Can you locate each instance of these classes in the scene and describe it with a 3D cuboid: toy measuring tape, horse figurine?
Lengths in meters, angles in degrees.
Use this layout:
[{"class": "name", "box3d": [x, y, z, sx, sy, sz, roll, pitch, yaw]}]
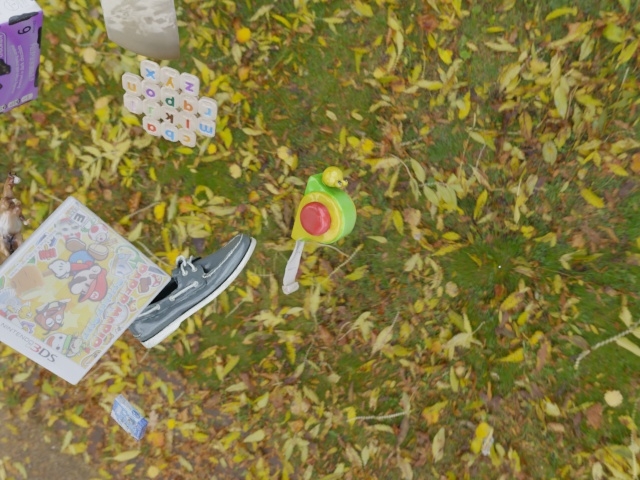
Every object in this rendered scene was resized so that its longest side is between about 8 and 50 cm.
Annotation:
[{"class": "toy measuring tape", "box3d": [0.000, 0.000, 1.166, 0.121, 0.121, 0.330, 27, 121, 17]}, {"class": "horse figurine", "box3d": [-0.790, -0.031, 1.423, 0.174, 0.066, 0.263, 25, 115, 41]}]

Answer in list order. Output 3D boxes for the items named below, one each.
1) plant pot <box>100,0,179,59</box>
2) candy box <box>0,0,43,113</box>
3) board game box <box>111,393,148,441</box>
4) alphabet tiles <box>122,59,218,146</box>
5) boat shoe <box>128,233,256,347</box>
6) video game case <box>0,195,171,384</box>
[{"class": "plant pot", "box3d": [-0.535, -0.665, 1.613, 0.191, 0.284, 0.284, -12, 82, -16]}, {"class": "candy box", "box3d": [-0.395, -0.175, 0.563, 0.070, 0.196, 0.165, 50, 145, -3]}, {"class": "board game box", "box3d": [-0.426, 0.396, 1.226, 0.090, 0.020, 0.090, 41, 135, 12]}, {"class": "alphabet tiles", "box3d": [-0.441, -0.399, 1.624, 0.284, 0.278, 0.021, 17, 53, -2]}, {"class": "boat shoe", "box3d": [-0.271, 0.085, 1.127, 0.319, 0.116, 0.099, -41, 109, 3]}, {"class": "video game case", "box3d": [-0.382, 0.081, 0.851, 0.227, 0.206, 0.026, -50, 33, -12]}]
